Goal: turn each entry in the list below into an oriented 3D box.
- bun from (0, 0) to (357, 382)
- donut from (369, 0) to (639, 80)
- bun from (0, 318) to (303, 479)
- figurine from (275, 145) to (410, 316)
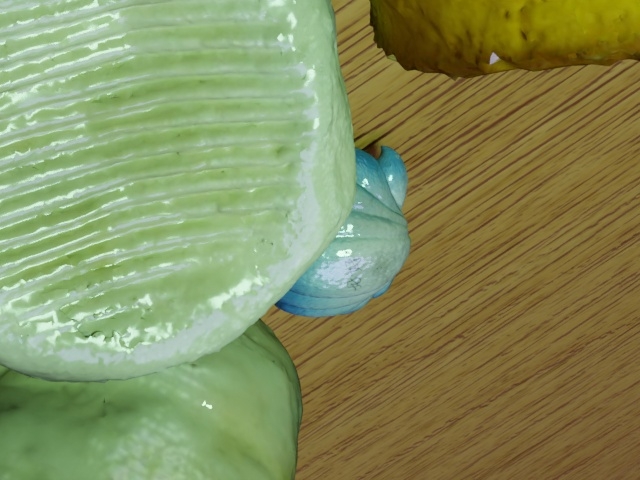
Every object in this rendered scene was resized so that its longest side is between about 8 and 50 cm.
[{"bbox_3d":[-0.098,-0.053,0.817,0.231,0.133,0.231,-4,109,-12],"label":"bun"},{"bbox_3d":[0.119,-0.158,0.776,0.253,0.253,0.118,-28,115,-5],"label":"donut"},{"bbox_3d":[-0.178,0.140,0.948,0.365,0.365,0.219,-40,111,19],"label":"bun"},{"bbox_3d":[0.000,0.000,1.119,0.114,0.079,0.114,-16,134,-17],"label":"figurine"}]
